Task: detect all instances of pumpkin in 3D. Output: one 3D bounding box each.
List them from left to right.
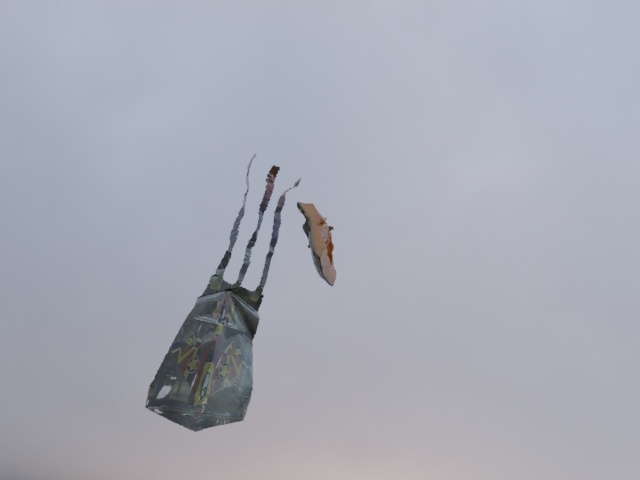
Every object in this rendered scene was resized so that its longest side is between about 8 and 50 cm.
[{"bbox_3d":[0.001,0.002,1.220,0.035,0.101,0.073,-16,-36,-5],"label":"pumpkin"}]

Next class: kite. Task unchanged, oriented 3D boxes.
[{"bbox_3d":[-0.076,0.049,0.909,0.015,0.245,0.141,17,-4,32],"label":"kite"}]
